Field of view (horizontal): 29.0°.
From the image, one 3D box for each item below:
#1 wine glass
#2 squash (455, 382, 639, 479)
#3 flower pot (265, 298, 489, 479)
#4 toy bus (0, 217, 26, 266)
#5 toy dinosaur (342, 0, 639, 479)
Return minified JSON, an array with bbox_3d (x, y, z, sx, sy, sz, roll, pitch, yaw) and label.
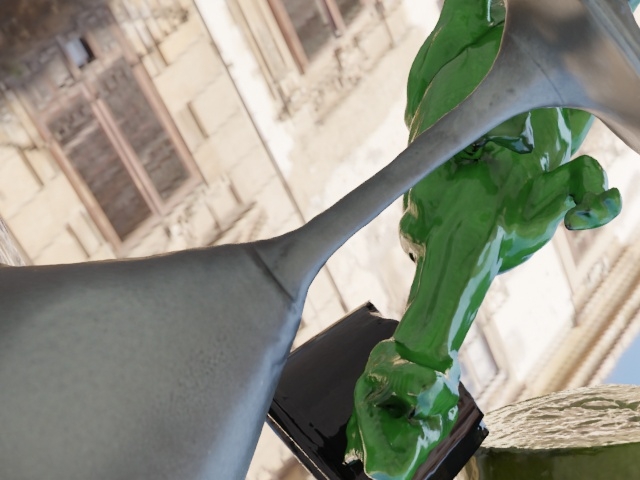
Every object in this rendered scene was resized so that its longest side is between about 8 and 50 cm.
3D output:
[{"bbox_3d":[0.000,0.000,0.402,0.232,0.156,0.156,-39,-144,4],"label":"wine glass"},{"bbox_3d":[0.214,0.276,0.878,0.210,0.309,0.233,-11,-179,-30],"label":"squash"},{"bbox_3d":[0.034,0.113,0.789,0.107,0.157,0.157,-41,-142,-8],"label":"flower pot"},{"bbox_3d":[-0.187,0.100,0.716,0.112,0.317,0.138,-23,-165,15],"label":"toy bus"},{"bbox_3d":[0.098,-0.038,0.856,0.500,0.144,0.375,177,-64,-87],"label":"toy dinosaur"}]
